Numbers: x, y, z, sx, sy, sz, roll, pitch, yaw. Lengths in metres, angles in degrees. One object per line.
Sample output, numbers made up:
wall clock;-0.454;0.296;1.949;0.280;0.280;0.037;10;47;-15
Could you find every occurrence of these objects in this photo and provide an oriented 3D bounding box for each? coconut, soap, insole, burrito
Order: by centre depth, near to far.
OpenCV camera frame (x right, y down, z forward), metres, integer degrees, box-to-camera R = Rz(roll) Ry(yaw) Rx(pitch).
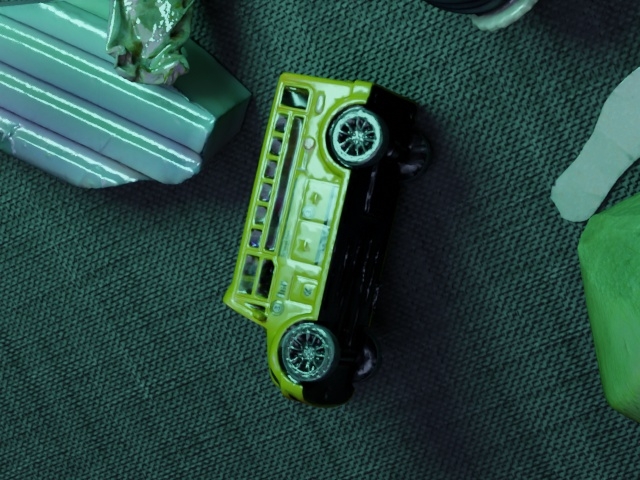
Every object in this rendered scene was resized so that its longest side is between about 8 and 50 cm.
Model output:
coconut;0.387;0.068;1.550;0.328;0.328;0.281;30;134;11
insole;0.300;-0.098;1.692;0.065;0.004;0.197;35;117;8
burrito;-0.166;-0.311;1.726;0.096;0.066;0.309;4;83;-8
soap;-0.249;-0.163;1.837;0.324;0.109;0.193;25;115;14

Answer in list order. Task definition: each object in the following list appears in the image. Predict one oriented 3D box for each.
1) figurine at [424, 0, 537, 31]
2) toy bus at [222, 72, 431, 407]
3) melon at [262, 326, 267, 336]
figurine;0.132;-0.395;1.548;0.253;0.211;0.361;44;124;40
toy bus;0.000;0.000;1.724;0.151;0.145;0.331;13;90;24
melon;-0.020;0.085;1.844;0.128;0.079;0.160;24;115;12
